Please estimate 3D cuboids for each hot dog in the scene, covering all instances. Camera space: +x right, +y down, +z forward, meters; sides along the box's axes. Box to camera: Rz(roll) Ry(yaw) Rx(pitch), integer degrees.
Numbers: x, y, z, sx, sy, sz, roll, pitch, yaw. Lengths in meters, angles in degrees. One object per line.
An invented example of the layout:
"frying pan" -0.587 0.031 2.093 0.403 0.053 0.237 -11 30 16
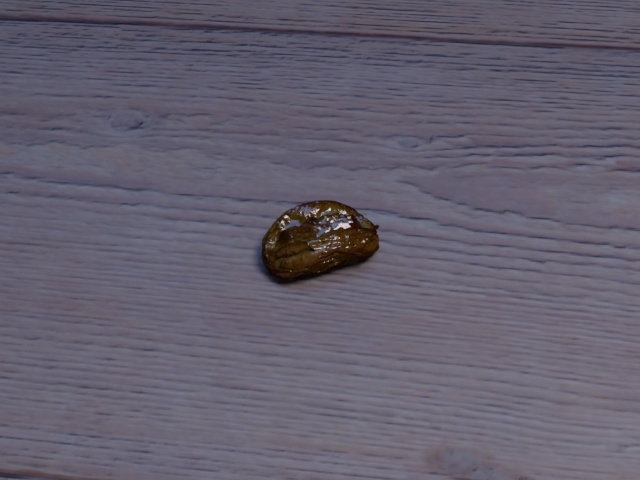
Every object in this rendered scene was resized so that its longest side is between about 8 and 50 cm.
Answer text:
"hot dog" 0.000 0.000 1.086 0.083 0.035 0.058 -15 38 -12
